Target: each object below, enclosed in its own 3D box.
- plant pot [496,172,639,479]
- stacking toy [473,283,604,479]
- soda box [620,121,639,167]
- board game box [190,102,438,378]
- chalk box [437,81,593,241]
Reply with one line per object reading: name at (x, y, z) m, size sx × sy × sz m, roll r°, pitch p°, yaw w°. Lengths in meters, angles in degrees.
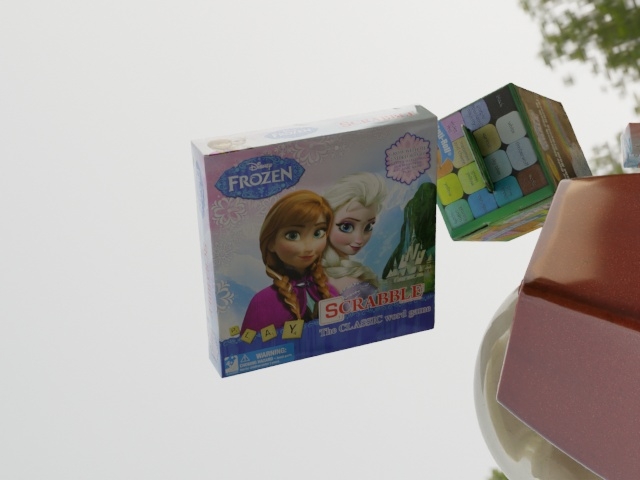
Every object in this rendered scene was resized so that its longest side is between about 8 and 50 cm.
plant pot at (0.321, 0.084, 1.129) m, size 0.235 × 0.267 × 0.267 m, roll 16°, pitch -135°, yaw 14°
stacking toy at (0.439, 0.227, 1.589) m, size 0.480 × 0.350 × 0.351 m, roll 30°, pitch -118°, yaw -63°
soda box at (0.601, -0.159, 1.874) m, size 0.183 × 0.058 × 0.063 m, roll 0°, pitch -112°, yaw 0°
board game box at (0.000, 0.000, 1.470) m, size 0.318 × 0.066 × 0.318 m, roll -12°, pitch -63°, yaw -19°
chalk box at (0.265, -0.109, 1.652) m, size 0.289 × 0.179 × 0.180 m, roll 2°, pitch -115°, yaw -59°
